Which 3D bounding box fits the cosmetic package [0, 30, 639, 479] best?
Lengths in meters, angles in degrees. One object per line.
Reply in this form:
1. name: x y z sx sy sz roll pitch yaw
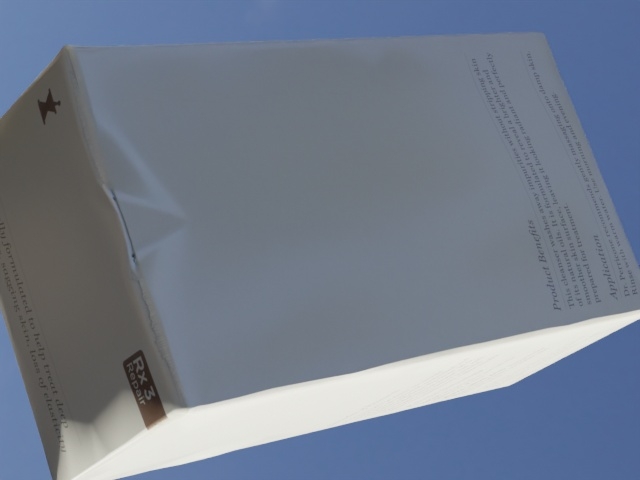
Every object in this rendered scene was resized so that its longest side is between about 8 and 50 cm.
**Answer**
1. cosmetic package: 0.000 0.000 1.014 0.156 0.385 0.217 -36 -113 48
